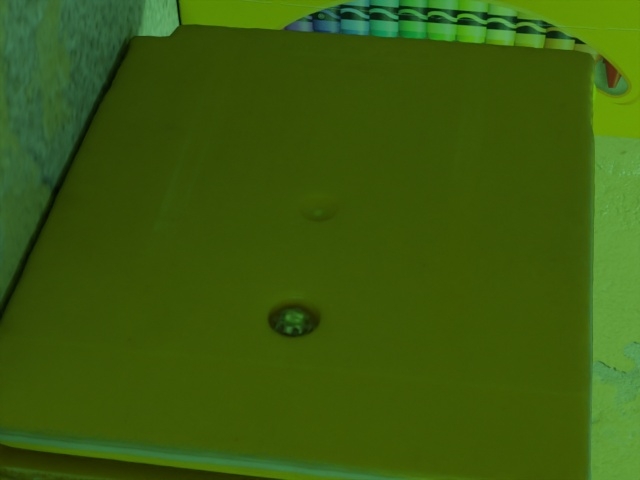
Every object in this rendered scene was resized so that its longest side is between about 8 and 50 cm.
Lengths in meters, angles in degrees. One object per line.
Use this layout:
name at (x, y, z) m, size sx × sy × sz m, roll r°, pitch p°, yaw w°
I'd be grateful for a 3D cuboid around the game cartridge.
game cartridge at (0.000, 0.000, 0.682) m, size 0.323 × 0.285 × 0.052 m, roll -76°, pitch 168°, yaw -46°

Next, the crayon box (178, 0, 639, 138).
crayon box at (0.084, -0.225, 0.858) m, size 0.313 × 0.363 × 0.106 m, roll 88°, pitch 11°, yaw -46°
